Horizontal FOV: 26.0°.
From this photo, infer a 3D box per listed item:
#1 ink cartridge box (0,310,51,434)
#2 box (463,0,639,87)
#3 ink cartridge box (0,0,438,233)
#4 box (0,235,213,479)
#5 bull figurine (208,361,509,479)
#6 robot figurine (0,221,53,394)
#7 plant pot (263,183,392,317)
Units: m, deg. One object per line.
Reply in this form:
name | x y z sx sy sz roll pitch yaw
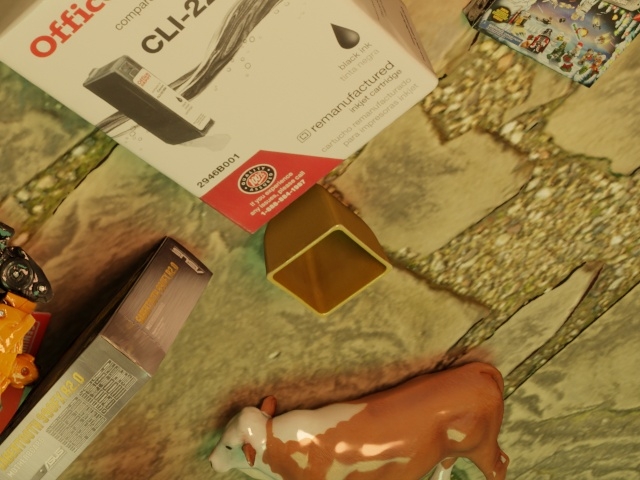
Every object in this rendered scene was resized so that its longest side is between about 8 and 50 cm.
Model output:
ink cartridge box | -0.392 0.163 1.258 0.239 0.060 0.275 9 130 -23
box | 0.196 -0.187 1.117 0.137 0.027 0.094 20 124 -32
ink cartridge box | -0.079 -0.156 0.999 0.197 0.114 0.273 -38 131 19
box | -0.201 0.122 1.188 0.056 0.183 0.231 40 117 -7
bull figurine | 0.048 0.222 1.400 0.310 0.101 0.188 -15 119 -8
robot figurine | -0.355 0.056 1.095 0.291 0.085 0.211 28 76 -31
plant pot | 0.000 0.000 1.199 0.081 0.083 0.081 -36 132 18
